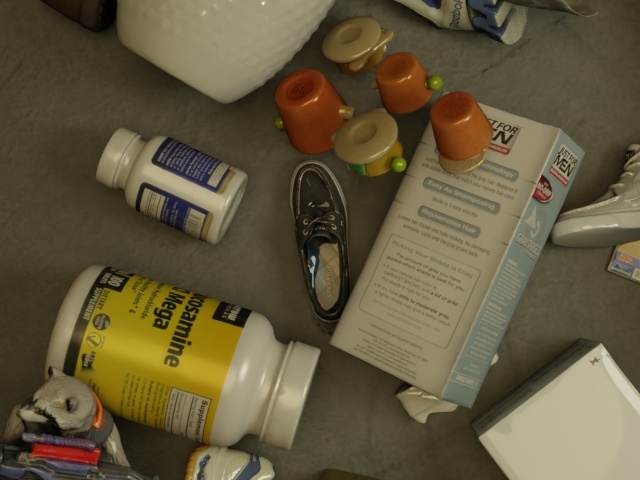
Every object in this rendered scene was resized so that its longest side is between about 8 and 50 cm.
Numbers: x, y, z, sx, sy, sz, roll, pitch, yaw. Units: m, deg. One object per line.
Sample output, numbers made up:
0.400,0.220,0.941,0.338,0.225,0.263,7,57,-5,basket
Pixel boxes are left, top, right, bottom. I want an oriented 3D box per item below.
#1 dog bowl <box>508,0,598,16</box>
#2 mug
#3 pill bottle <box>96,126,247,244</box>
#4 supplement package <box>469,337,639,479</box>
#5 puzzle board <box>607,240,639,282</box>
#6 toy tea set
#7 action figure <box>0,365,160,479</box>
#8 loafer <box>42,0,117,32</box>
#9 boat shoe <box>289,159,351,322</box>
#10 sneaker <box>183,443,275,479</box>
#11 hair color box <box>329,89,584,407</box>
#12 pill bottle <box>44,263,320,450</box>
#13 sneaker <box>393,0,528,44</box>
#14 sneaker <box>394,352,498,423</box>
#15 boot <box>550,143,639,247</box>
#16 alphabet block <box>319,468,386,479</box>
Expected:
0.294,-0.460,1.538,0.102,0.349,0.348,4,88,32,dog bowl
-0.153,-0.383,1.558,0.374,0.276,0.328,30,94,-13,mug
-0.205,-0.080,1.641,0.187,0.112,0.112,25,89,3,pill bottle
0.360,0.295,1.590,0.204,0.145,0.262,-38,87,0,supplement package
0.474,0.020,1.663,0.128,0.011,0.096,21,90,3,puzzle board
0.083,-0.156,1.586,0.200,0.124,0.336,-40,46,-8,toy tea set
-0.392,0.280,1.523,0.341,0.178,0.330,18,127,-23,action figure
-0.315,-0.478,1.647,0.130,0.134,0.365,14,88,2,loafer
0.000,0.000,1.648,0.080,0.076,0.228,-4,88,2,boat shoe
-0.132,0.430,1.620,0.131,0.112,0.296,8,89,2,sneaker
0.181,0.010,1.587,0.185,0.114,0.374,24,89,32,hair color box
-0.179,0.163,1.593,0.334,0.188,0.187,17,89,2,pill bottle
0.150,-0.395,1.585,0.182,0.315,0.127,4,43,32,sneaker
0.181,0.197,1.651,0.152,0.053,0.061,-29,95,7,sneaker
0.425,-0.068,1.627,0.258,0.095,0.123,-8,73,-10,boot
0.074,0.420,1.570,0.193,0.197,0.192,10,89,2,alphabet block
